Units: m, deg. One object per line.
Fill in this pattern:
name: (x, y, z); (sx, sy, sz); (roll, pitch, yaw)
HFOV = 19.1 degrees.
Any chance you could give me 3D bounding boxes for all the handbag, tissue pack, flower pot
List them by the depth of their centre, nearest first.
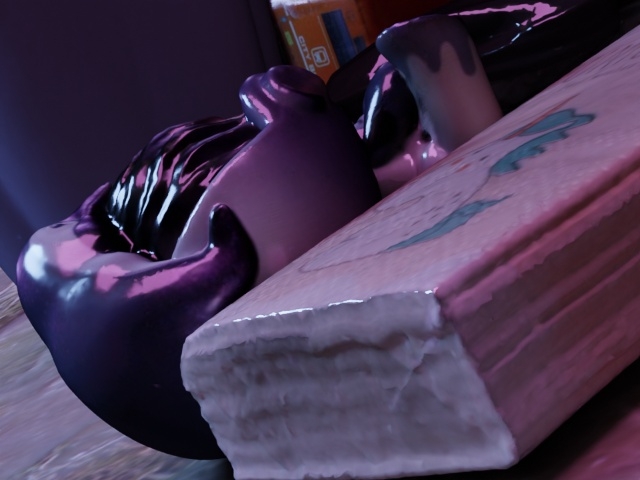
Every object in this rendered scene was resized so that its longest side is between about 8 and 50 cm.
tissue pack: (0.112, -0.022, 0.711); (0.325, 0.071, 0.170); (-34, 10, -35)
flower pot: (-0.140, -0.092, 1.173); (0.265, 0.243, 0.265); (-24, 0, 0)
handbag: (0.126, -0.137, 1.210); (0.191, 0.075, 0.332); (-17, 12, 28)

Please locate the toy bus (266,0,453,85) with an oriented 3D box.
toy bus: (0.077, -0.179, 1.444); (0.120, 0.121, 0.265); (-11, 14, 43)

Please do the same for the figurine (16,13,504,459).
figurine: (-0.014, 0.008, 0.794); (0.222, 0.145, 0.145); (-25, 8, -25)
